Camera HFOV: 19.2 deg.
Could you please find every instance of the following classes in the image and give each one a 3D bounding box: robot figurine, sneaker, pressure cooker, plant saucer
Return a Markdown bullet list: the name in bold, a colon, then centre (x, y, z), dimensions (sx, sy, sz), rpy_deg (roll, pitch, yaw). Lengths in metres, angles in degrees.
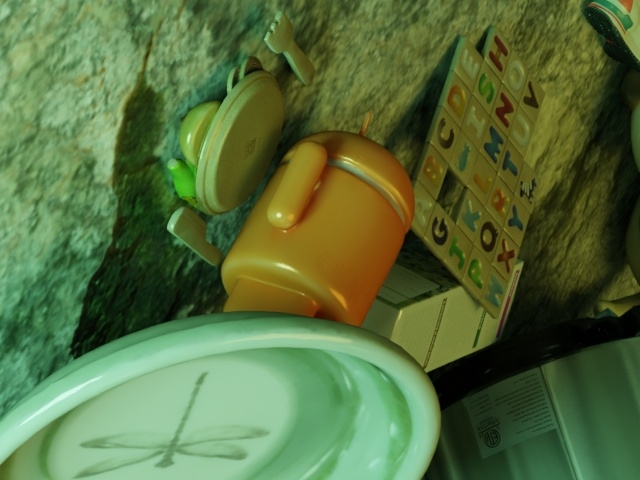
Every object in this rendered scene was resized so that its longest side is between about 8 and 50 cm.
- **robot figurine**: centre (0.000, 0.001, 1.568), dimensions (0.158, 0.128, 0.219), rpy_deg (40, 60, -22)
- **sneaker**: centre (0.335, -0.235, 2.011), dimensions (0.075, 0.057, 0.161), rpy_deg (-55, 149, -2)
- **pressure cooker**: centre (0.309, 0.318, 1.970), dimensions (0.375, 0.420, 0.370), rpy_deg (-8, 157, -21)
- **plant saucer**: centre (-0.108, 0.163, 1.470), dimensions (0.400, 0.100, 0.400), rpy_deg (-15, 144, -11)

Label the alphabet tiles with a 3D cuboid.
- **alphabet tiles**: centre (0.158, -0.074, 1.804), dimensions (0.198, 0.009, 0.237), rpy_deg (45, 57, -45)

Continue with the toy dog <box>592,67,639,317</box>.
- **toy dog**: centre (0.469, -0.082, 2.205), dimensions (0.395, 0.284, 0.408), rpy_deg (-22, 149, 3)

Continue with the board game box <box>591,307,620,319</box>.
- **board game box**: centre (0.315, 0.157, 2.267), dimensions (0.160, 0.039, 0.211), rpy_deg (-34, 156, 13)

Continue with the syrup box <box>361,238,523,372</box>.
- **syrup box**: centre (0.093, 0.065, 1.830), dimensions (0.237, 0.093, 0.096), rpy_deg (-16, 127, -54)

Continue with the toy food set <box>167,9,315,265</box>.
- **toy food set**: centre (-0.073, -0.082, 1.496), dimensions (0.192, 0.038, 0.132), rpy_deg (-63, 160, -10)
